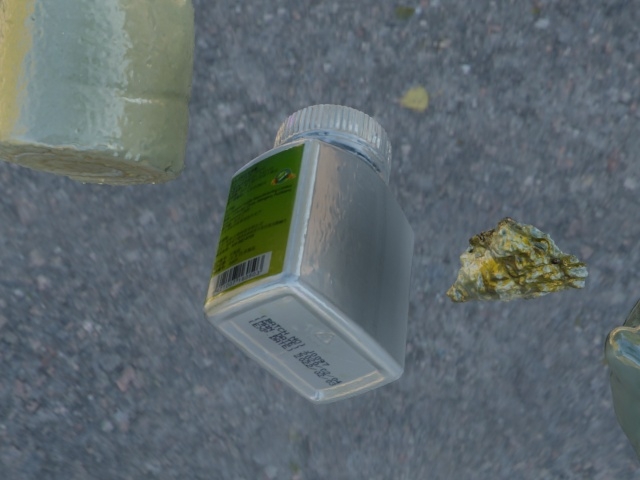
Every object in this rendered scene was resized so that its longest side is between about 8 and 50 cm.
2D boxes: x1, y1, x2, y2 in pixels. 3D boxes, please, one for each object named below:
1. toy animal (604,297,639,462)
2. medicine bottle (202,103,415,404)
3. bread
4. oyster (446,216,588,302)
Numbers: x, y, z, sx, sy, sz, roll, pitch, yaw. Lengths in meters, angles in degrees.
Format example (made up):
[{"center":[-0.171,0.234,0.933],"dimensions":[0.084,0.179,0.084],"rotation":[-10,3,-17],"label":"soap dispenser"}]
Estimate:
[{"center":[0.223,0.018,0.531],"dimensions":[0.138,0.108,0.236],"rotation":[45,70,-8],"label":"toy animal"},{"center":[0.000,0.000,0.875],"dimensions":[0.088,0.132,0.188],"rotation":[-24,40,33],"label":"medicine bottle"},{"center":[-0.162,-0.119,0.903],"dimensions":[0.134,0.148,0.141],"rotation":[0,83,27],"label":"bread"},{"center":[0.178,0.020,1.150],"dimensions":[0.146,0.121,0.045],"rotation":[18,46,35],"label":"oyster"}]
